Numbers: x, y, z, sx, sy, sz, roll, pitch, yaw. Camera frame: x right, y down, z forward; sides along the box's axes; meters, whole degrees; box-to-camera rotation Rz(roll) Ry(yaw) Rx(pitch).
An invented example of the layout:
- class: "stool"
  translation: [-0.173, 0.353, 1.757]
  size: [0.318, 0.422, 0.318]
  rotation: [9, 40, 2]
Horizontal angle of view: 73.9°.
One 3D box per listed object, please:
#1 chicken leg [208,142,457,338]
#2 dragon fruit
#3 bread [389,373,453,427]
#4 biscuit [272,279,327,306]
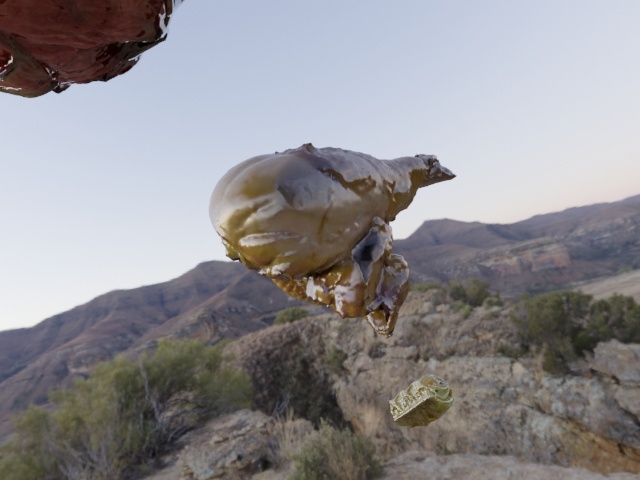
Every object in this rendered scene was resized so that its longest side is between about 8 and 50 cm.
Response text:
- class: "chicken leg"
  translation: [0.063, -0.016, 0.615]
  size: [0.409, 0.295, 0.182]
  rotation: [-23, -11, -33]
- class: "dragon fruit"
  translation: [-0.162, -0.208, 0.316]
  size: [0.148, 0.224, 0.218]
  rotation: [15, 15, -7]
- class: "bread"
  translation: [0.169, 0.265, 0.699]
  size: [0.060, 0.066, 0.110]
  rotation: [7, -46, -46]
- class: "biscuit"
  translation: [0.000, 0.000, 0.796]
  size: [0.253, 0.254, 0.035]
  rotation: [-10, -14, -31]
